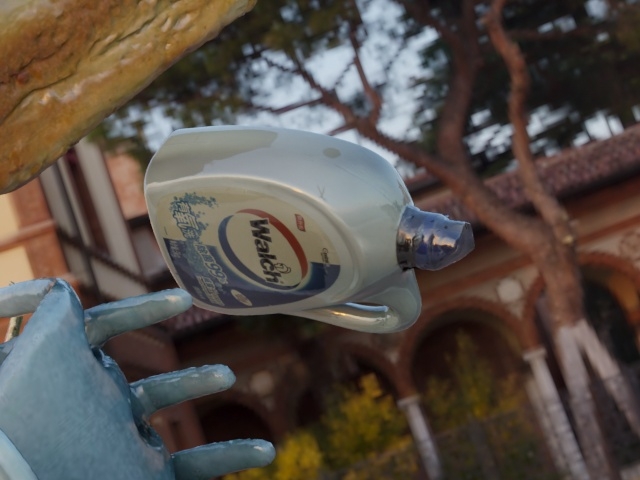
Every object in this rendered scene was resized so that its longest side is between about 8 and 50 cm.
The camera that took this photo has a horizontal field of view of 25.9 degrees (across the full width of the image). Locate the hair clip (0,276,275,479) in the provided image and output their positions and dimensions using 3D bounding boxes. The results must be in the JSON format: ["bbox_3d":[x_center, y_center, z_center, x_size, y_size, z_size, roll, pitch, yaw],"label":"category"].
[{"bbox_3d":[-0.157,0.195,0.873,0.392,0.318,0.238,-16,19,38],"label":"hair clip"}]

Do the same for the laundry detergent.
[{"bbox_3d":[0.000,0.000,1.216,0.280,0.105,0.215,8,-43,23],"label":"laundry detergent"}]

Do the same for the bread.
[{"bbox_3d":[-0.223,-0.202,1.220,0.344,0.195,0.149,-39,30,-17],"label":"bread"}]

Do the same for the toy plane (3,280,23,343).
[{"bbox_3d":[-0.304,0.161,1.284,0.092,0.229,0.244,15,-20,7],"label":"toy plane"}]
